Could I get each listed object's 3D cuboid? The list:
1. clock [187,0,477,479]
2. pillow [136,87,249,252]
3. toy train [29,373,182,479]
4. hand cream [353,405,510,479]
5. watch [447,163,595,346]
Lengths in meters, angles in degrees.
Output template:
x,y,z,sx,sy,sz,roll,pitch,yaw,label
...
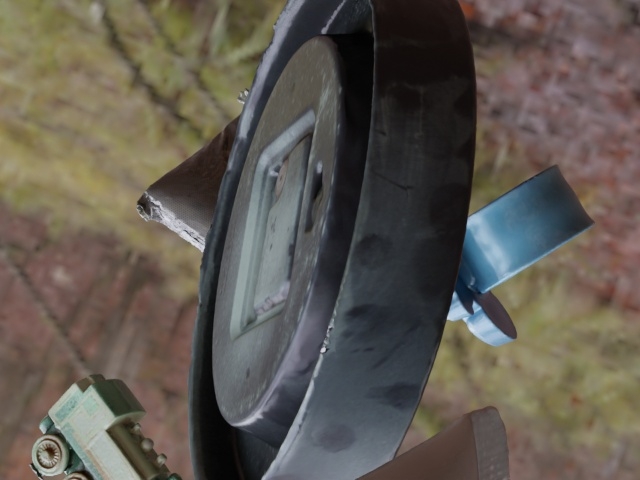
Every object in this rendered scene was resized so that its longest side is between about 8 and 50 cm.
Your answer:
x,y,z,sx,sy,sz,roll,pitch,yaw,label
0.000,0.000,1.242,0.076,0.386,0.386,12,175,-15,clock
-0.045,-0.053,1.733,0.169,0.255,0.059,42,130,0,pillow
-0.216,0.240,1.960,0.194,0.125,0.080,50,-160,20,toy train
-0.015,0.152,0.670,0.089,0.140,0.314,0,-174,43,hand cream
0.217,-0.001,2.196,0.211,0.193,0.211,51,-165,-20,watch
